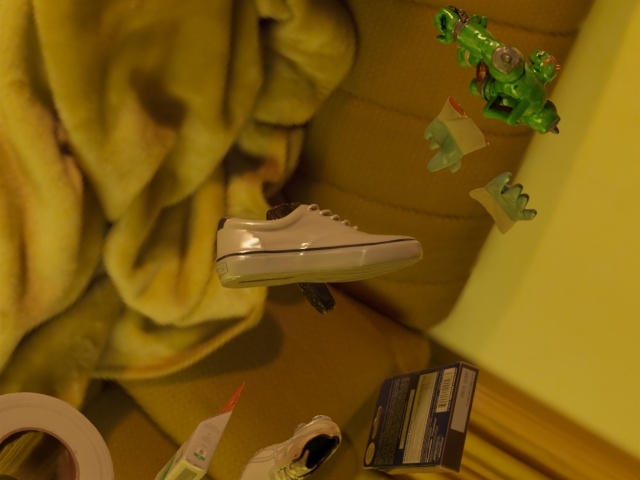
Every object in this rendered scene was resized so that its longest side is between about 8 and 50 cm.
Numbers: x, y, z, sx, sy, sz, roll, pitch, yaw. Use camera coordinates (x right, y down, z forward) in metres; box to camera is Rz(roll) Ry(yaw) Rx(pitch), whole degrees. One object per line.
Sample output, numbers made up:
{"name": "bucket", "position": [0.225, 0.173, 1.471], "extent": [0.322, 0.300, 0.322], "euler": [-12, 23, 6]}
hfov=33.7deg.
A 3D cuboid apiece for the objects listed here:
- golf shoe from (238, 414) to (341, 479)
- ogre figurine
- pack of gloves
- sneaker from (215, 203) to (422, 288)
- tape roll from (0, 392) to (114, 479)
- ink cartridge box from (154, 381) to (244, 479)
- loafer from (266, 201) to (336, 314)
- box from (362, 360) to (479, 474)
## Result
{"name": "golf shoe", "position": [-0.045, 0.314, 1.486], "extent": [0.176, 0.069, 0.086], "euler": [-40, -171, -9]}
{"name": "ogre figurine", "position": [0.214, -0.184, 1.222], "extent": [0.096, 0.118, 0.197], "euler": [-31, 129, -12]}
{"name": "pack of gloves", "position": [0.208, -0.088, 1.479], "extent": [0.046, 0.195, 0.232], "euler": [-37, 177, -6]}
{"name": "sneaker", "position": [0.000, 0.000, 1.270], "extent": [0.094, 0.258, 0.091], "euler": [141, -56, -65]}
{"name": "tape roll", "position": [-0.445, 0.366, 1.542], "extent": [0.169, 0.246, 0.246], "euler": [-45, 180, 42]}
{"name": "ink cartridge box", "position": [-0.226, 0.365, 1.895], "extent": [0.181, 0.056, 0.225], "euler": [-51, -168, 38]}
{"name": "loafer", "position": [-0.021, 0.025, 1.829], "extent": [0.078, 0.223, 0.076], "euler": [-23, 153, -11]}
{"name": "box", "position": [0.131, 0.242, 1.415], "extent": [0.225, 0.036, 0.136], "euler": [-26, -133, 63]}
